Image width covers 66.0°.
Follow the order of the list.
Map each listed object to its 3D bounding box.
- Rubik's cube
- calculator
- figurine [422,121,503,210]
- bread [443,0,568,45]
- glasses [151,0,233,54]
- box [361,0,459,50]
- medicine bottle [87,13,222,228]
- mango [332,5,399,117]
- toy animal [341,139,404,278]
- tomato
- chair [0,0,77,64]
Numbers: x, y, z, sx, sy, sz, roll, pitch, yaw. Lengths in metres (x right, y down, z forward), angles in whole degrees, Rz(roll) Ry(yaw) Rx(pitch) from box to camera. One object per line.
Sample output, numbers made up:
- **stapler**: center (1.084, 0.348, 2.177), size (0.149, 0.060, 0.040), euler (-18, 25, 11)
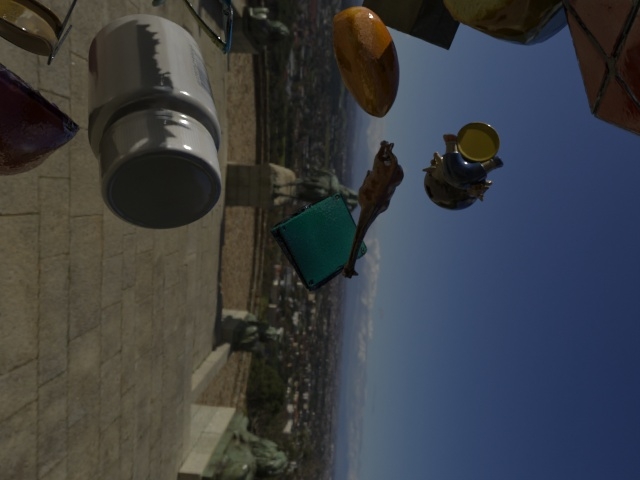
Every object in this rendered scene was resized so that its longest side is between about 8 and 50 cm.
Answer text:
- **Rubik's cube**: center (0.572, -0.325, 0.760), size (0.255, 0.260, 0.259), euler (-92, 157, -62)
- **calculator**: center (0.000, 0.000, 1.602), size (0.248, 0.274, 0.058), euler (61, -23, -12)
- **figurine**: center (0.332, -0.158, 1.175), size (0.158, 0.161, 0.275), euler (-55, 173, -12)
- **bread**: center (0.448, -0.567, 0.940), size (0.395, 0.239, 0.264), euler (-48, -117, 50)
- **glasses**: center (-0.269, -0.553, 1.115), size (0.206, 0.102, 0.239), euler (6, 72, -50)
- **box**: center (0.233, -0.601, 1.244), size (0.231, 0.155, 0.149), euler (46, -56, 43)
- **medicine bottle**: center (-0.279, -0.201, 0.832), size (0.208, 0.208, 0.340), euler (87, -13, -55)
- **mango**: center (0.095, -0.350, 0.971), size (0.141, 0.102, 0.217), euler (-27, 104, -61)
- **toy animal**: center (0.095, -0.062, 0.958), size (0.230, 0.066, 0.224), euler (-81, -165, -50)
- **tomato**: center (-0.581, -0.227, 0.804), size (0.176, 0.335, 0.289), euler (-52, 137, -7)
- **chair**: center (-0.637, -0.484, 1.062), size (0.172, 0.158, 0.247), euler (-33, -137, 45)
